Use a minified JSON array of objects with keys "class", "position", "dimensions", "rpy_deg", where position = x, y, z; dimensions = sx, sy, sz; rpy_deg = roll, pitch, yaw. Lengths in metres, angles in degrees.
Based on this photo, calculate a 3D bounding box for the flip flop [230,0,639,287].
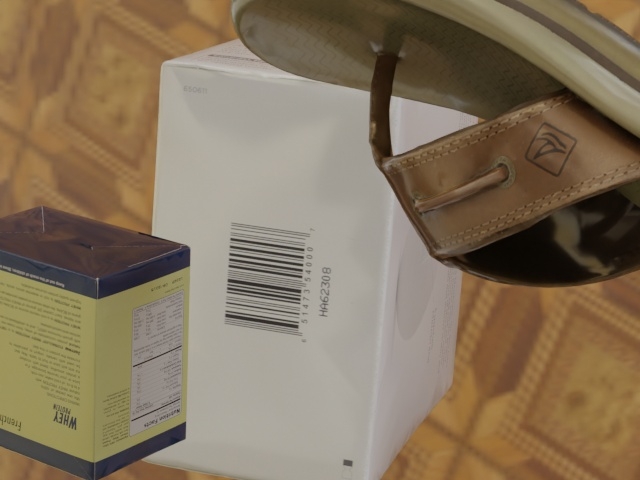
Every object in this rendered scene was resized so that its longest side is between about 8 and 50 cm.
[{"class":"flip flop","position":[0.077,-0.016,0.588],"dimensions":[0.277,0.112,0.080],"rpy_deg":[31,85,23]}]

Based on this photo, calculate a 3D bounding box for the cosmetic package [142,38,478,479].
[{"class":"cosmetic package","position":[0.000,0.000,1.107],"dimensions":[0.138,0.224,0.224],"rpy_deg":[8,103,16]}]

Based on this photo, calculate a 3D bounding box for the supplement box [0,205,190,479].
[{"class":"supplement box","position":[-0.100,0.039,0.761],"dimensions":[0.083,0.056,0.083],"rpy_deg":[15,111,34]}]
